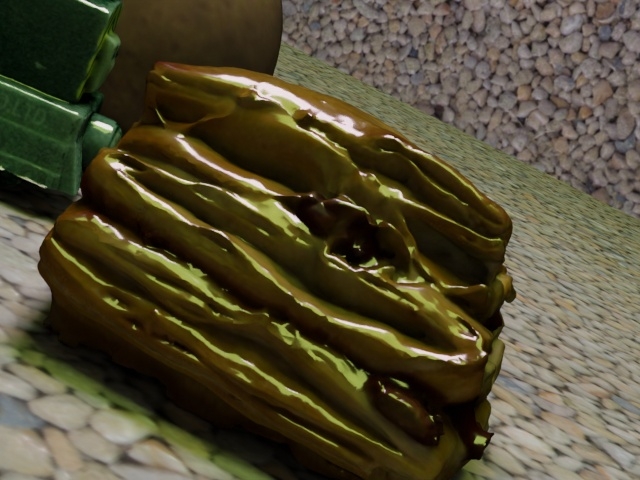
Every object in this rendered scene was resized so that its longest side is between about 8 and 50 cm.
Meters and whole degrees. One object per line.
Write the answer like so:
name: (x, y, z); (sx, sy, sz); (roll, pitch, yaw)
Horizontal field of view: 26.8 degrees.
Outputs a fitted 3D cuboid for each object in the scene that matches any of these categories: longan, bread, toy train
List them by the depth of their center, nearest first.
bread: (0.000, 0.000, 0.906); (0.314, 0.191, 0.370); (26, 11, 7)
toy train: (-0.296, -0.162, 1.026); (0.330, 0.178, 0.138); (22, 12, -6)
longan: (-0.151, -0.203, 1.324); (0.246, 0.246, 0.215); (25, -18, 0)
